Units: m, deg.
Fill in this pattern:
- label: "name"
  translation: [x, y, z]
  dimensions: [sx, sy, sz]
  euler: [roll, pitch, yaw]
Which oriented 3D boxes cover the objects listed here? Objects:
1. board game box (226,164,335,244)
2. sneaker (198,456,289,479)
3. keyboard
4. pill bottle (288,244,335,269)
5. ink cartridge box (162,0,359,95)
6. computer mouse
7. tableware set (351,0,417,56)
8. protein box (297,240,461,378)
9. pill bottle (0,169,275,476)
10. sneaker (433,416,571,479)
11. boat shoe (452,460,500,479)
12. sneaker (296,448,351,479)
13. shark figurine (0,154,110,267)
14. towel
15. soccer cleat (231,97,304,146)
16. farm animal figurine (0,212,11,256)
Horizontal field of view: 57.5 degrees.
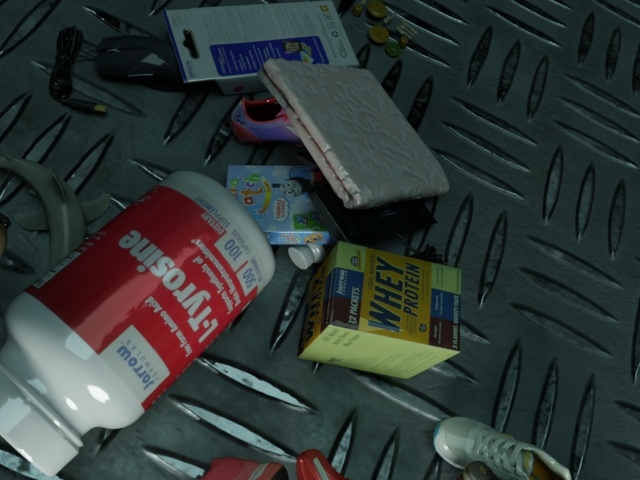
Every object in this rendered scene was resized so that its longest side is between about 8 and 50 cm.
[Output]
- label: "board game box"
  translation: [-0.061, -0.064, 1.021]
  dimensions: [0.211, 0.039, 0.160]
  euler: [-1, 51, -2]
- label: "sneaker"
  translation: [-0.165, 0.409, 0.750]
  dimensions: [0.136, 0.116, 0.314]
  euler: [8, 31, 27]
- label: "keyboard"
  translation: [0.120, -0.022, 1.027]
  dimensions: [0.317, 0.033, 0.202]
  euler: [-13, 65, -52]
- label: "pill bottle"
  translation: [0.000, 0.000, 1.039]
  dimensions: [0.116, 0.065, 0.065]
  euler: [-39, 82, -27]
- label: "ink cartridge box"
  translation: [-0.118, -0.393, 1.183]
  dimensions: [0.370, 0.069, 0.176]
  euler: [-12, 71, -24]
- label: "computer mouse"
  translation: [-0.364, -0.312, 1.074]
  dimensions: [0.261, 0.060, 0.184]
  euler: [10, 63, -12]
- label: "tableware set"
  translation: [0.138, -0.487, 1.329]
  dimensions: [0.154, 0.024, 0.104]
  euler: [42, 65, 3]
- label: "protein box"
  translation: [0.089, 0.119, 0.935]
  dimensions: [0.201, 0.200, 0.136]
  euler: [13, 63, -10]
- label: "pill bottle"
  translation: [-0.271, 0.104, 0.817]
  dimensions: [0.229, 0.229, 0.408]
  euler: [41, 62, 4]
- label: "sneaker"
  translation: [0.295, 0.349, 0.955]
  dimensions: [0.228, 0.092, 0.088]
  euler: [24, 63, -4]
- label: "boat shoe"
  translation: [0.295, 0.491, 0.891]
  dimensions: [0.116, 0.123, 0.324]
  euler: [-38, 90, 6]
- label: "sneaker"
  translation: [0.060, 0.394, 0.881]
  dimensions: [0.128, 0.087, 0.221]
  euler: [-26, 88, -34]
- label: "shark figurine"
  translation: [-0.450, -0.090, 0.919]
  dimensions: [0.278, 0.116, 0.166]
  euler: [40, 60, 2]
- label: "towel"
  translation: [0.073, -0.199, 1.082]
  dimensions: [0.331, 0.053, 0.317]
  euler: [-14, 66, -50]
- label: "soccer cleat"
  translation: [-0.047, -0.230, 1.112]
  dimensions: [0.247, 0.095, 0.083]
  euler: [-3, 67, -18]
- label: "farm animal figurine"
  translation: [-0.531, 0.030, 0.783]
  dimensions: [0.172, 0.326, 0.331]
  euler: [16, 57, -55]
